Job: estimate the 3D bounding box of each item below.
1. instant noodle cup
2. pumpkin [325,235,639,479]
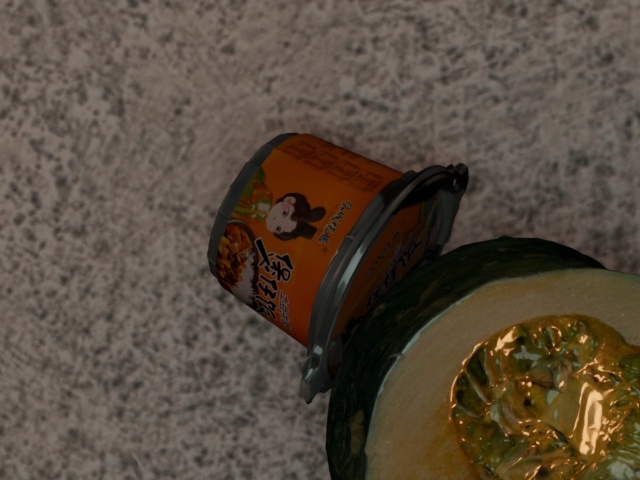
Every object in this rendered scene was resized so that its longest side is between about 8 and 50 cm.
[{"bbox_3d":[0.000,0.000,1.397,0.126,0.208,0.177,30,140,18],"label":"instant noodle cup"},{"bbox_3d":[0.144,0.129,1.339,0.293,0.197,0.263,20,94,-15],"label":"pumpkin"}]
